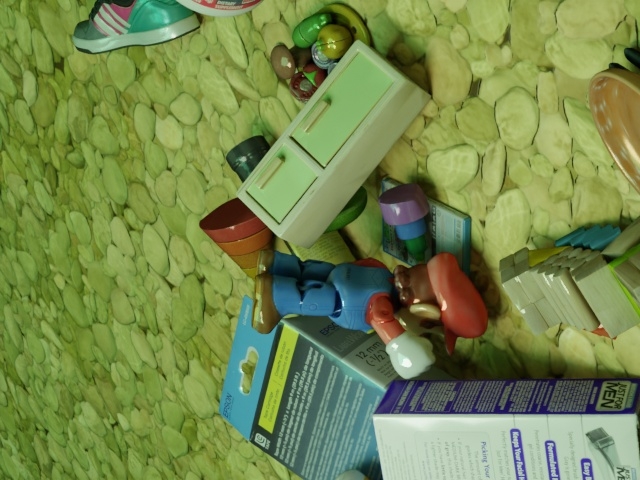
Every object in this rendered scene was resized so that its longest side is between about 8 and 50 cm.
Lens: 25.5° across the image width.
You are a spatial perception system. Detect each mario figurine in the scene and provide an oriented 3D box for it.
[{"bbox_3d":[0.067,0.106,1.928,0.170,0.321,0.198,97,179,-65],"label":"mario figurine"}]

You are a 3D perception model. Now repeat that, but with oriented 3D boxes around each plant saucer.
[{"bbox_3d":[0.366,-0.105,1.539,0.200,0.037,0.200,55,171,13],"label":"plant saucer"}]

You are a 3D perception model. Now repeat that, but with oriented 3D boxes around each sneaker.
[{"bbox_3d":[-0.330,-0.406,2.311,0.296,0.124,0.178,0,115,45],"label":"sneaker"}]

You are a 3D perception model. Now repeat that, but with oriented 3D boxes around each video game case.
[{"bbox_3d":[0.148,-0.008,2.003,0.166,0.015,0.119,29,132,42],"label":"video game case"}]

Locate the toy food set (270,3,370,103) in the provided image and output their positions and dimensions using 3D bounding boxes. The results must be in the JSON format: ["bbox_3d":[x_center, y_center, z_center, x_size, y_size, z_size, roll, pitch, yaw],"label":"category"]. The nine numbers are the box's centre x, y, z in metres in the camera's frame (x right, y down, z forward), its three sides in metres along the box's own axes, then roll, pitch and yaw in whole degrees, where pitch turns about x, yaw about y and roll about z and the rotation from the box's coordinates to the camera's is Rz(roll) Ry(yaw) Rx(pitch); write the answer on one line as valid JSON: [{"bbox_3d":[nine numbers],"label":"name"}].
[{"bbox_3d":[-0.014,-0.253,2.023,0.218,0.071,0.128,-24,90,57],"label":"toy food set"}]

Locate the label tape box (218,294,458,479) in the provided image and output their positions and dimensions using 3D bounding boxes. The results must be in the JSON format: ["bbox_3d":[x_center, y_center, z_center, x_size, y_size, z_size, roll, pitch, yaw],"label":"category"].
[{"bbox_3d":[0.028,0.240,2.067,0.348,0.115,0.249,33,128,25],"label":"label tape box"}]

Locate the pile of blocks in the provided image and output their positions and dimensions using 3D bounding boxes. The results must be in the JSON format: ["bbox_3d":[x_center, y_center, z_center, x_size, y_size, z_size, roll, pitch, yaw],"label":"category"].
[{"bbox_3d":[0.354,0.054,1.673,0.112,0.149,0.362,56,158,-15],"label":"pile of blocks"}]

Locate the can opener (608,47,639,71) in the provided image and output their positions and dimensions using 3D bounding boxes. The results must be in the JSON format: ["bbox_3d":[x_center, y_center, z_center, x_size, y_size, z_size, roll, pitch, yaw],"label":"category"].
[{"bbox_3d":[0.391,-0.154,1.550,0.186,0.059,0.073,51,172,37],"label":"can opener"}]

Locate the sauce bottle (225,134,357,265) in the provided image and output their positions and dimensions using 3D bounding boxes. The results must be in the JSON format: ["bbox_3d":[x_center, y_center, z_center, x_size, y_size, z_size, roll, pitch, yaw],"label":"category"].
[{"bbox_3d":[-0.029,-0.004,2.163,0.344,0.111,0.111,60,146,11],"label":"sauce bottle"}]

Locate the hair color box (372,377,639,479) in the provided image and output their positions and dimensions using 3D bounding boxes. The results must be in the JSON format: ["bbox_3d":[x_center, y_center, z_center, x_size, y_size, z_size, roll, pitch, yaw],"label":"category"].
[{"bbox_3d":[0.251,0.279,1.817,0.339,0.110,0.185,-2,112,21],"label":"hair color box"}]

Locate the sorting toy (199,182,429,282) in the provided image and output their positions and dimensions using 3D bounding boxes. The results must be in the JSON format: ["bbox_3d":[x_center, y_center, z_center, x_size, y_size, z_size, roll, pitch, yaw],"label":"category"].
[{"bbox_3d":[0.000,0.000,2.041,0.366,0.127,0.126,-4,115,31],"label":"sorting toy"}]

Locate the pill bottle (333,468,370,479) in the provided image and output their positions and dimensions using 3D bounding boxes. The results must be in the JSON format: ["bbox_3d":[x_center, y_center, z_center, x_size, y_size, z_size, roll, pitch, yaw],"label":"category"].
[{"bbox_3d":[0.098,0.457,1.943,0.278,0.162,0.162,40,143,0],"label":"pill bottle"}]

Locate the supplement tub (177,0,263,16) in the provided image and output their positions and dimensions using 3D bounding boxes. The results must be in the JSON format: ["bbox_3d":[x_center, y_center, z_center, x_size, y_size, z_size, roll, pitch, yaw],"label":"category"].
[{"bbox_3d":[-0.112,-0.451,1.929,0.191,0.191,0.272,58,146,12],"label":"supplement tub"}]

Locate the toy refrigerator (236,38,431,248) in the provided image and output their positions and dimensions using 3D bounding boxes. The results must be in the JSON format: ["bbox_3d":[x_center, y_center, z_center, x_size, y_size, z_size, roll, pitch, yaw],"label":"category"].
[{"bbox_3d":[0.015,-0.129,1.906,0.269,0.094,0.102,-51,61,10],"label":"toy refrigerator"}]
